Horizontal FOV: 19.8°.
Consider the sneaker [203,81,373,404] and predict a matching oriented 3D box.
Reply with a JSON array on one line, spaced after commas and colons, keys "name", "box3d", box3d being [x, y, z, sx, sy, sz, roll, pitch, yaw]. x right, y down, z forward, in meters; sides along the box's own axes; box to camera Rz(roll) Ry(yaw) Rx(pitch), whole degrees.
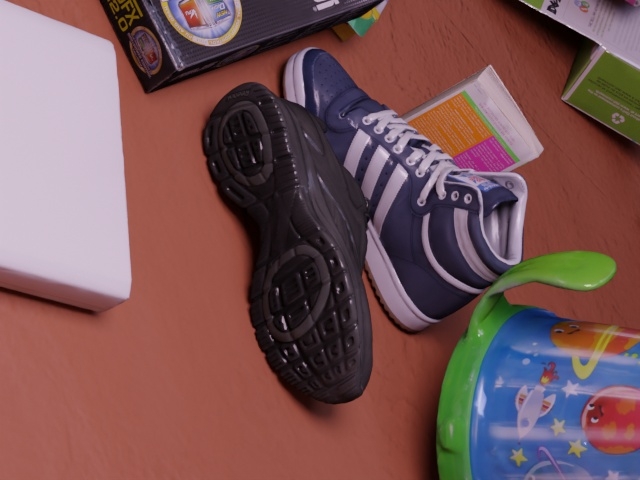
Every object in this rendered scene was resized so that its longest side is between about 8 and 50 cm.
[{"name": "sneaker", "box3d": [0.000, 0.000, 1.574, 0.130, 0.109, 0.286, 6, 66, -54]}]

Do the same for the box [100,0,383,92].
[{"name": "box", "box3d": [-0.086, -0.270, 1.623, 0.270, 0.060, 0.216, -24, 86, -39]}]

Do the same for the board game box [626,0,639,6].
[{"name": "board game box", "box3d": [0.339, -0.383, 2.091, 0.224, 0.097, 0.303, 37, 30, 13]}]

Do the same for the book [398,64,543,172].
[{"name": "book", "box3d": [0.127, -0.090, 1.733, 0.096, 0.144, 0.035, 54, 39, -11]}]

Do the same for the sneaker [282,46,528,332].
[{"name": "sneaker", "box3d": [0.084, -0.070, 1.664, 0.099, 0.153, 0.282, -23, 86, -52]}]

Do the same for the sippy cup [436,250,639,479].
[{"name": "sippy cup", "box3d": [0.255, 0.172, 1.604, 0.305, 0.224, 0.240, 42, 56, -45]}]

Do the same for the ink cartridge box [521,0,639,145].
[{"name": "ink cartridge box", "box3d": [0.313, -0.242, 2.084, 0.255, 0.097, 0.189, 29, 44, -3]}]

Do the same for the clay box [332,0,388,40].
[{"name": "clay box", "box3d": [0.024, -0.294, 1.814, 0.127, 0.053, 0.222, 48, 41, -17]}]

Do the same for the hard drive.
[{"name": "hard drive", "box3d": [-0.295, -0.094, 1.339, 0.353, 0.047, 0.233, 18, 55, -41]}]
